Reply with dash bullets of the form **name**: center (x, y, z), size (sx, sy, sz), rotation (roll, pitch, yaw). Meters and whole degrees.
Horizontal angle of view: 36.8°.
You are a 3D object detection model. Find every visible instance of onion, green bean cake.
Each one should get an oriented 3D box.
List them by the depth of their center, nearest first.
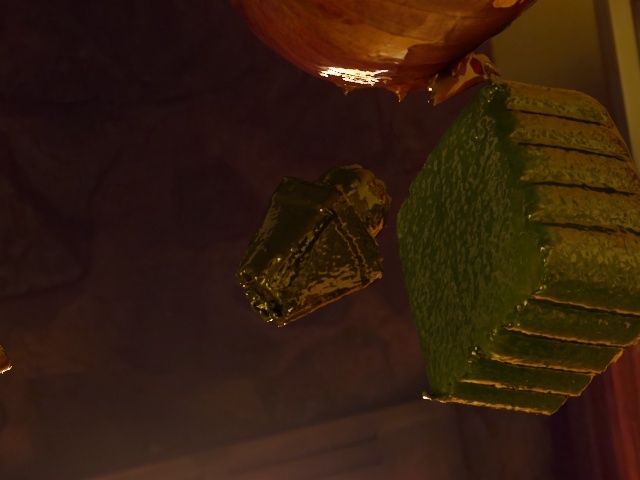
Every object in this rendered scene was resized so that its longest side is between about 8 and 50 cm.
- **onion**: center (0.043, -0.271, 0.706), size (0.353, 0.354, 0.353), rotation (-10, 3, 1)
- **green bean cake**: center (0.187, 0.007, 0.896), size (0.156, 0.250, 0.247), rotation (8, -41, -18)

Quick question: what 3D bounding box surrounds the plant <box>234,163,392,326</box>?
- **plant**: center (0.000, 0.000, 1.312), size (0.142, 0.164, 0.256), rotation (10, 50, 45)

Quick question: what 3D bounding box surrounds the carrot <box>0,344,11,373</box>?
- **carrot**: center (-0.345, 0.125, 0.812), size (0.161, 0.055, 0.055), rotation (-23, 9, -28)
